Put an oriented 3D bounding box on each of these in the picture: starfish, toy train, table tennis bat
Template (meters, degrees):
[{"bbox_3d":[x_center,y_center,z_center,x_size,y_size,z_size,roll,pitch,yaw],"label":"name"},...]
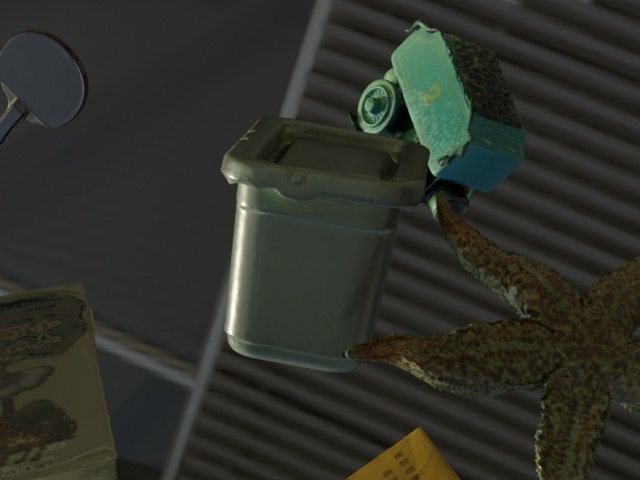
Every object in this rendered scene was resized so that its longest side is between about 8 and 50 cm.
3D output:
[{"bbox_3d":[0.219,0.079,1.427,0.347,0.078,0.358,41,-116,6],"label":"starfish"},{"bbox_3d":[0.133,-0.131,1.840,0.112,0.163,0.203,12,-133,-40],"label":"toy train"},{"bbox_3d":[-0.278,-0.141,1.607,0.095,0.158,0.014,44,-137,-5],"label":"table tennis bat"}]

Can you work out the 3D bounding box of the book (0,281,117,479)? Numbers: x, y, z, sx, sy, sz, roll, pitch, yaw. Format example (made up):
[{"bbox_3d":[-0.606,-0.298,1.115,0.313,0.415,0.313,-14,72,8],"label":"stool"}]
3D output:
[{"bbox_3d":[-0.345,0.159,1.682,0.260,0.043,0.371,-12,-154,-8],"label":"book"}]

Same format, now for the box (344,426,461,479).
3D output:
[{"bbox_3d":[0.029,0.315,1.710,0.043,0.269,0.152,57,177,-32],"label":"box"}]

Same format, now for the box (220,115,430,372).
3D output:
[{"bbox_3d":[0.000,0.000,1.554,0.175,0.183,0.312,9,-169,3],"label":"box"}]
